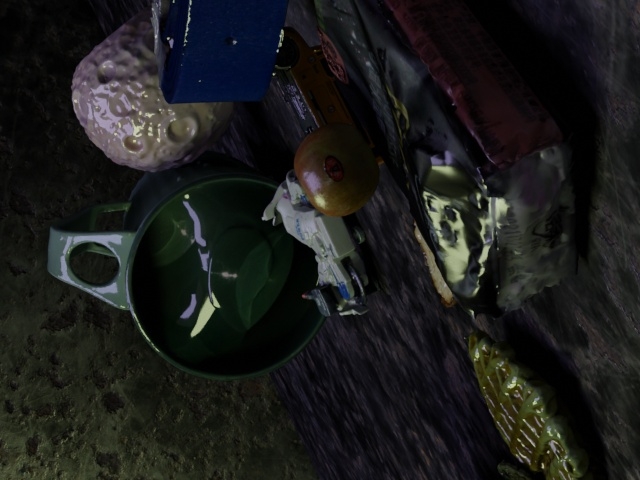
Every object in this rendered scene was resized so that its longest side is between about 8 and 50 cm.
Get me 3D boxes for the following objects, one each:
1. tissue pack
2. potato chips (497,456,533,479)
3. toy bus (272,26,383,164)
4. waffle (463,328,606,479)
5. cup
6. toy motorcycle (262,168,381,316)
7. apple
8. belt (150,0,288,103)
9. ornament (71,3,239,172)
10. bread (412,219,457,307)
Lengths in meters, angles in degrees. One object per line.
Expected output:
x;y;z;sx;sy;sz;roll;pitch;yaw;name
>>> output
0.095;-0.119;1.356;0.332;0.123;0.245;59;174;31;tissue pack
0.263;0.327;1.726;0.220;0.029;0.202;55;171;-16;potato chips
0.003;-0.160;1.824;0.194;0.088;0.083;63;168;-3;toy bus
0.221;0.190;1.654;0.214;0.054;0.208;63;168;-25;waffle
-0.199;-0.004;2.499;0.401;0.310;0.392;33;-176;-18;cup
0.000;0.000;2.198;0.221;0.102;0.150;66;157;-5;toy motorcycle
0.017;-0.064;1.439;0.084;0.071;0.084;59;-170;-17;apple
-0.109;-0.295;1.716;0.347;0.117;0.212;104;157;-51;belt
-0.241;-0.225;2.440;0.225;0.259;0.259;51;171;-6;ornament
0.134;0.001;1.683;0.129;0.044;0.126;100;151;-77;bread
